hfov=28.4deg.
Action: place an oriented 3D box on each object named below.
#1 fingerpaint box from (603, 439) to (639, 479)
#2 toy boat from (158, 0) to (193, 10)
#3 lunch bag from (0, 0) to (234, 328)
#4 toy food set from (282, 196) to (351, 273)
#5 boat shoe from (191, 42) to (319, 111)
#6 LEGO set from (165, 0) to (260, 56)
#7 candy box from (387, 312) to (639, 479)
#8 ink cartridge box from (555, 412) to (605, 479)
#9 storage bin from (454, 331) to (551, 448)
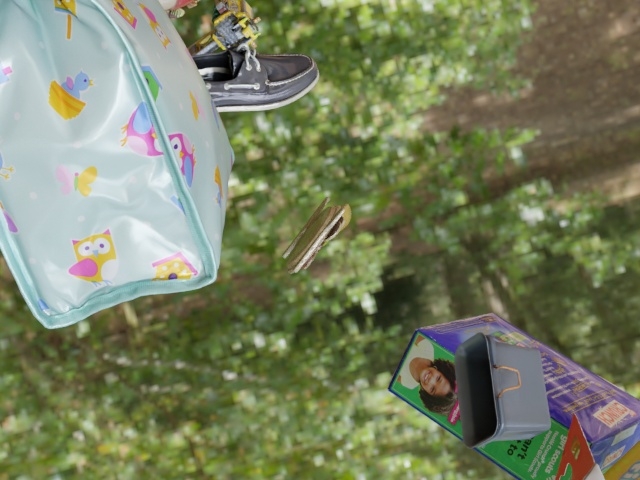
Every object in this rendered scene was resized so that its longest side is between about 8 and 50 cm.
[{"bbox_3d":[0.474,0.450,1.570,0.445,0.371,0.163,-38,-172,-21],"label":"fingerpaint box"},{"bbox_3d":[-0.180,-0.365,1.371,0.151,0.231,0.151,-21,175,-18],"label":"toy boat"},{"bbox_3d":[-0.169,-0.107,0.879,0.160,0.262,0.223,-18,-155,7],"label":"lunch bag"},{"bbox_3d":[0.000,0.000,1.837,0.132,0.038,0.192,-52,-171,2],"label":"toy food set"},{"bbox_3d":[-0.094,-0.196,1.487,0.206,0.075,0.065,-14,136,-20],"label":"boat shoe"},{"bbox_3d":[-0.241,-0.315,1.765,0.255,0.331,0.192,-27,-148,10],"label":"LEGO set"},{"bbox_3d":[0.308,0.244,1.908,0.317,0.122,0.268,31,-161,29],"label":"candy box"},{"bbox_3d":[0.249,0.314,1.279,0.056,0.181,0.224,1,-146,-11],"label":"ink cartridge box"},{"bbox_3d":[0.233,0.187,1.575,0.091,0.135,0.098,6,154,-23],"label":"storage bin"}]
